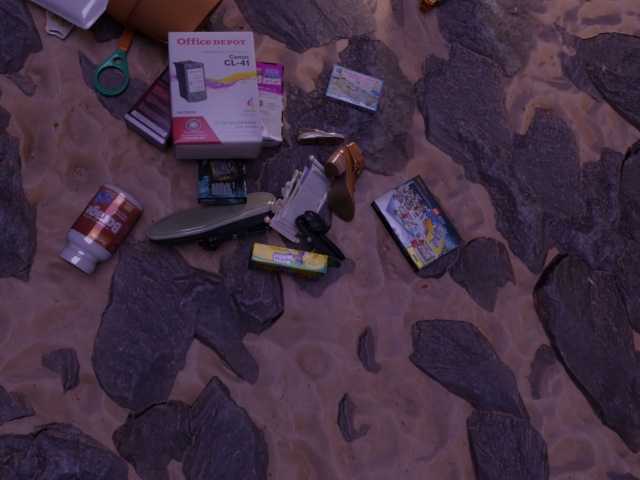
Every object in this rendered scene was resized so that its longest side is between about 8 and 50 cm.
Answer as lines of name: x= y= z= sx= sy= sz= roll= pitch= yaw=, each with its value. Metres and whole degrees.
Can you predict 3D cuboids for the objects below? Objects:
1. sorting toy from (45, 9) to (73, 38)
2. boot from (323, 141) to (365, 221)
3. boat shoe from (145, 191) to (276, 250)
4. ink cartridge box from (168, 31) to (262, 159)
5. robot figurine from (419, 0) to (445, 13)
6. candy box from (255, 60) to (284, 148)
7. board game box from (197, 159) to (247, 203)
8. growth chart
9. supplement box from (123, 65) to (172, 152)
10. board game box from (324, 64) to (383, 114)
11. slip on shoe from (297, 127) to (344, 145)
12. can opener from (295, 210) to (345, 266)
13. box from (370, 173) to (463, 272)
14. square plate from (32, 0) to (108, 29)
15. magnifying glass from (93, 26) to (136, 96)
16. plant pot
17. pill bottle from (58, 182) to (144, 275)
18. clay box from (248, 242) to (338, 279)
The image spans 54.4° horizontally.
sorting toy: x=-0.709 y=-0.591 z=1.697 sx=0.083 sy=0.045 sz=0.075 roll=23 pitch=82 yaw=-5
boot: x=0.083 y=-0.166 z=1.730 sx=0.152 sy=0.073 sz=0.197 roll=-48 pitch=133 yaw=-47
boat shoe: x=-0.274 y=-0.029 z=1.618 sx=0.340 sy=0.127 sz=0.113 roll=-20 pitch=126 yaw=-22
ink cartridge box: x=-0.274 y=-0.371 z=1.607 sx=0.226 sy=0.131 sz=0.305 roll=-4 pitch=80 yaw=-12
robot figurine: x=0.373 y=-0.853 z=1.935 sx=0.211 sy=0.085 sz=0.291 roll=43 pitch=74 yaw=1
candy box: x=-0.185 y=-0.376 z=1.729 sx=0.159 sy=0.071 sz=0.233 roll=3 pitch=76 yaw=-10
board game box: x=-0.261 y=-0.170 z=1.646 sx=0.126 sy=0.026 sz=0.186 roll=-1 pitch=48 yaw=-9
growth chart: x=-0.048 y=-0.109 z=1.667 sx=0.237 sy=0.021 sz=0.172 roll=-57 pitch=136 yaw=-15
supplement box: x=-0.403 y=-0.372 z=1.686 sx=0.130 sy=0.073 sz=0.239 roll=36 pitch=74 yaw=-1
board game box: x=0.098 y=-0.441 z=1.820 sx=0.154 sy=0.026 sz=0.103 roll=17 pitch=75 yaw=-6
slip on shoe: x=0.001 y=-0.296 z=1.761 sx=0.136 sy=0.051 sz=0.041 roll=-3 pitch=66 yaw=-5
can opener: x=0.000 y=0.000 z=1.668 sx=0.059 sy=0.073 sz=0.186 roll=-46 pitch=113 yaw=-23
box: x=0.272 y=-0.049 z=1.755 sx=0.159 sy=0.044 sz=0.233 roll=-30 pitch=85 yaw=-15
square plate: x=-0.652 y=-0.766 z=1.679 sx=0.347 sy=0.049 sz=0.344 roll=30 pitch=76 yaw=18
magnifying glass: x=-0.554 y=-0.500 z=1.715 sx=0.092 sy=0.026 sz=0.230 roll=16 pitch=77 yaw=-6
plant pot: x=-0.395 y=-0.649 z=1.661 sx=0.203 sy=0.291 sz=0.290 roll=40 pitch=73 yaw=-17
pill bottle: x=-0.550 y=-0.026 z=1.556 sx=0.121 sy=0.121 sz=0.216 roll=31 pitch=74 yaw=-2
clay box: x=-0.072 y=0.060 z=1.623 sx=0.222 sy=0.127 sz=0.053 roll=11 pitch=76 yaw=-7
